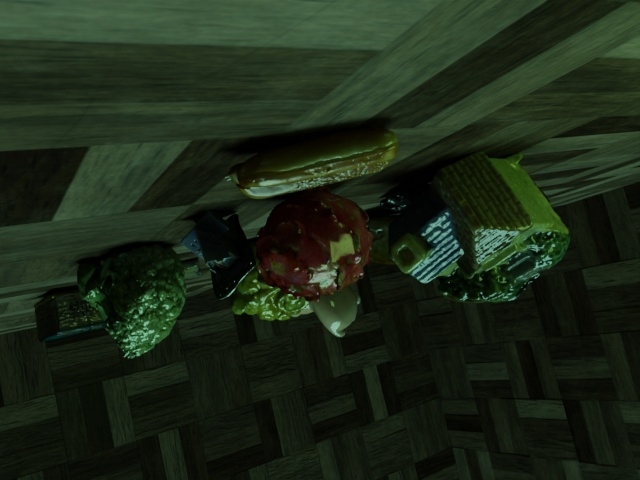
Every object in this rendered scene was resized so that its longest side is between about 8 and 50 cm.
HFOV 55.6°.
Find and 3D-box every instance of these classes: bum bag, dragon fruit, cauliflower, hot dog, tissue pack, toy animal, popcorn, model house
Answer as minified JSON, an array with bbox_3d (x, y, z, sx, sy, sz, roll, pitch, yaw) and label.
[{"bbox_3d":[0.198,-0.097,1.360,0.087,0.049,0.197,-7,173,-13],"label":"bum bag"},{"bbox_3d":[0.000,0.000,1.116,0.205,0.210,0.268,11,-168,25],"label":"dragon fruit"},{"bbox_3d":[-0.432,0.122,1.354,0.250,0.275,0.272,20,-170,-4],"label":"cauliflower"},{"bbox_3d":[-0.010,-0.103,0.786,0.235,0.062,0.092,-14,175,-18],"label":"hot dog"},{"bbox_3d":[-0.693,0.206,1.824,0.270,0.134,0.192,-7,172,-43],"label":"tissue pack"},{"bbox_3d":[-0.027,0.173,2.214,0.246,0.345,0.278,-29,-160,32],"label":"toy animal"},{"bbox_3d":[-0.133,0.107,1.692,0.250,0.242,0.235,6,-160,-48],"label":"popcorn"},{"bbox_3d":[-0.203,0.013,1.132,0.117,0.167,0.088,-43,134,18],"label":"model house"},{"bbox_3d":[0.298,-0.003,1.221,0.321,0.261,0.266,-43,155,30],"label":"model house"}]

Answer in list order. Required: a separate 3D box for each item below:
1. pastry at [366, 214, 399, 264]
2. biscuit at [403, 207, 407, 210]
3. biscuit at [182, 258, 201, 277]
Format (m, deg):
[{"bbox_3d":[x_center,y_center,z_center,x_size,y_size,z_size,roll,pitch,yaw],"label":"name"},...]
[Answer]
[{"bbox_3d":[0.246,-0.004,1.678,0.329,0.137,0.329,0,-176,0],"label":"pastry"},{"bbox_3d":[0.338,-0.111,1.601,0.253,0.035,0.254,-12,174,-1],"label":"biscuit"},{"bbox_3d":[-0.436,0.101,1.860,0.141,0.038,0.290,-12,174,-12],"label":"biscuit"}]
